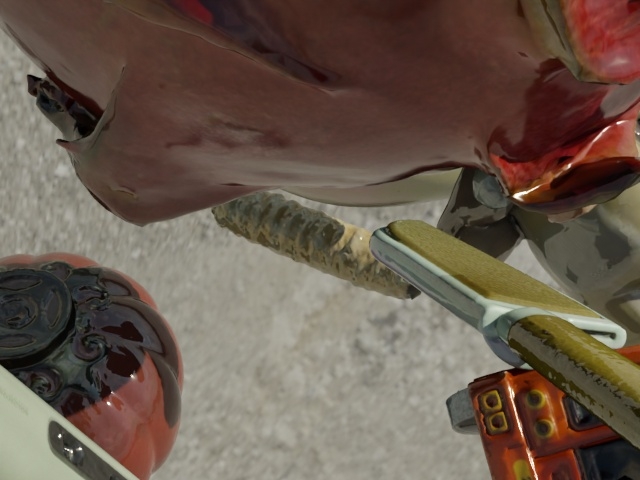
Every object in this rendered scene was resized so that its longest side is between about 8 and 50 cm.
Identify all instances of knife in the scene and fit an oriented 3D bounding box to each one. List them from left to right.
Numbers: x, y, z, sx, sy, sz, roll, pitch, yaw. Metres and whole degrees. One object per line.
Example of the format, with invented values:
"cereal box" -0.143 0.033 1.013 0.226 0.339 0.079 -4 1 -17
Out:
"knife" 0.080 0.034 0.563 0.061 0.343 0.027 9 100 -18

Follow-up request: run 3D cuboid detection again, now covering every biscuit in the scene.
"biscuit" 0.000 0.000 1.426 0.219 0.061 0.055 23 106 13

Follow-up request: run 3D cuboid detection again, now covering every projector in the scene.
"projector" -0.236 0.142 1.046 0.108 0.337 0.108 -18 48 21

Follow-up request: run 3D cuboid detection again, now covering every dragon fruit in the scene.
"dragon fruit" -0.004 -0.125 0.461 0.315 0.250 0.250 1 65 8

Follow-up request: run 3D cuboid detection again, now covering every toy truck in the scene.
"toy truck" 0.141 0.107 0.643 0.114 0.253 0.107 -20 74 18

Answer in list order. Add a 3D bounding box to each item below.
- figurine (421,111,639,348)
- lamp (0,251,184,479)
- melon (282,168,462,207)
"figurine" 0.089 -0.099 0.807 0.380 0.248 0.203 46 43 -3
"lamp" -0.285 0.151 1.518 0.303 0.257 0.303 0 47 0
"melon" 0.058 -0.137 1.263 0.317 0.223 0.223 -2 67 -30
